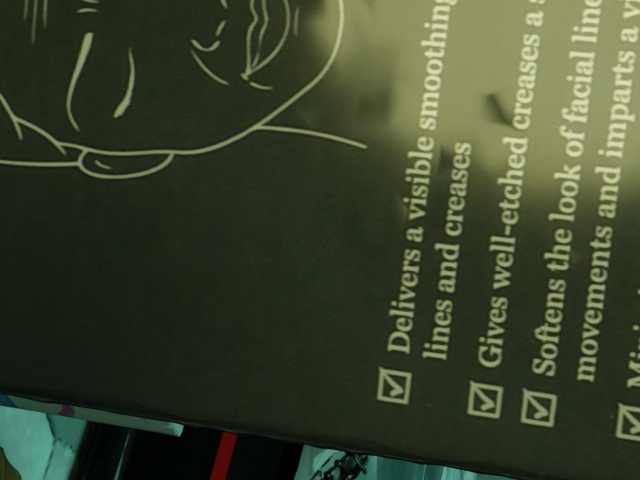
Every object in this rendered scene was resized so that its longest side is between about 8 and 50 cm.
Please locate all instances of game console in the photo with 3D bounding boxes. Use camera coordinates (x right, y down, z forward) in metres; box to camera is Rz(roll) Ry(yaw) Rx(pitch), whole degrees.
[{"bbox_3d":[-0.085,0.124,1.116,0.342,0.060,0.386,65,33,-54],"label":"game console"}]

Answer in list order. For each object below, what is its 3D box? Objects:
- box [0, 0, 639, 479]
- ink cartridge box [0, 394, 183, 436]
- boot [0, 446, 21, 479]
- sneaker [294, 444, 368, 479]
[{"bbox_3d":[-0.009,-0.083,0.583,0.212,0.395,0.293,-12,110,-76],"label":"box"},{"bbox_3d":[-0.123,0.048,0.758,0.052,0.122,0.088,74,27,-57],"label":"ink cartridge box"},{"bbox_3d":[-0.169,0.256,0.730,0.264,0.096,0.280,64,12,-61],"label":"boot"},{"bbox_3d":[-0.007,0.207,1.340,0.100,0.108,0.271,86,19,-44],"label":"sneaker"}]
